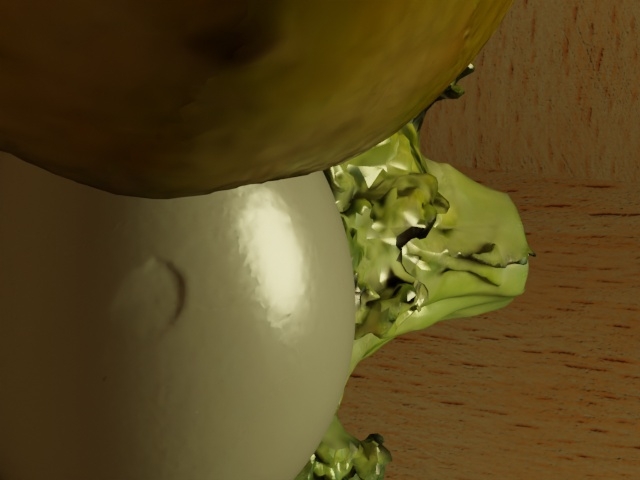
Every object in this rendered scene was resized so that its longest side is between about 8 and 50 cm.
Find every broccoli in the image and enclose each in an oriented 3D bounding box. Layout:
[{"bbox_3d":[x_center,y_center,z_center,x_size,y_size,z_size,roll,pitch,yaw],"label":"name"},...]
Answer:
[{"bbox_3d":[-0.023,0.003,1.306,0.272,0.324,0.334,-28,152,-35],"label":"broccoli"}]

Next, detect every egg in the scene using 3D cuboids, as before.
[{"bbox_3d":[-0.073,0.020,0.810,0.176,0.176,0.232,-81,170,-52],"label":"egg"}]

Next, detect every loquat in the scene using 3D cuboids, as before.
[{"bbox_3d":[-0.035,-0.163,0.540,0.276,0.276,0.284,-76,-171,-72],"label":"loquat"}]
